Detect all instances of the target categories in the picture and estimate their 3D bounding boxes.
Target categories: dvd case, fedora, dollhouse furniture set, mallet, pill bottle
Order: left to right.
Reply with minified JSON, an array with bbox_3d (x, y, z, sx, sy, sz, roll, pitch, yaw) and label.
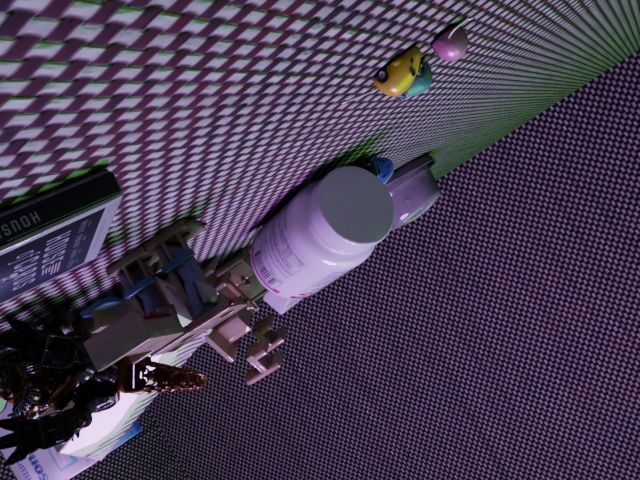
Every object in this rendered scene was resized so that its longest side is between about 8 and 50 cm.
[{"bbox_3d":[-0.281,0.031,0.580,0.239,0.029,0.179,-29,176,-29],"label":"dvd case"},{"bbox_3d":[-0.373,0.125,1.038,0.062,0.039,0.190,-26,169,-44],"label":"mallet"},{"bbox_3d":[-0.195,0.057,0.868,0.129,0.129,0.184,-33,170,12],"label":"dollhouse furniture set"},{"bbox_3d":[-0.195,0.150,1.445,0.161,0.212,0.242,-35,-158,22],"label":"dollhouse furniture set"},{"bbox_3d":[-0.001,-0.009,1.242,0.160,0.160,0.283,-29,176,-32],"label":"pill bottle"},{"bbox_3d":[0.200,-0.102,1.874,0.275,0.124,0.244,-33,175,15],"label":"fedora"}]

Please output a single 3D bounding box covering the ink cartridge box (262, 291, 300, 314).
[{"bbox_3d":[0.000,0.000,1.542,0.165,0.065,0.332,-32,158,-52],"label":"ink cartridge box"}]

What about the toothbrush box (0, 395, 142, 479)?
[{"bbox_3d":[-0.479,0.323,1.353,0.126,0.216,0.295,-32,175,2],"label":"toothbrush box"}]

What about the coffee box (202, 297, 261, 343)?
[{"bbox_3d":[-0.265,0.165,1.665,0.247,0.098,0.141,-32,-171,3],"label":"coffee box"}]

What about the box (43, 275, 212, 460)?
[{"bbox_3d":[-0.301,0.193,1.106,0.275,0.113,0.094,-49,142,4],"label":"box"}]

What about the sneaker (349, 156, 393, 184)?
[{"bbox_3d":[0.088,-0.119,1.296,0.152,0.058,0.085,-21,180,-31],"label":"sneaker"}]

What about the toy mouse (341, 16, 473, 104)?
[{"bbox_3d":[0.121,-0.193,0.810,0.161,0.031,0.143,-34,175,35],"label":"toy mouse"}]

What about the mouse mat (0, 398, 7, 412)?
[{"bbox_3d":[-0.540,0.249,1.086,0.190,0.007,0.152,-26,151,-55],"label":"mouse mat"}]

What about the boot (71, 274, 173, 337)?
[{"bbox_3d":[-0.315,0.148,1.272,0.203,0.095,0.262,-30,166,-19],"label":"boot"}]

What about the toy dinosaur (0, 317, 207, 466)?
[{"bbox_3d":[-0.321,0.172,0.954,0.322,0.164,0.218,-22,174,7],"label":"toy dinosaur"}]
